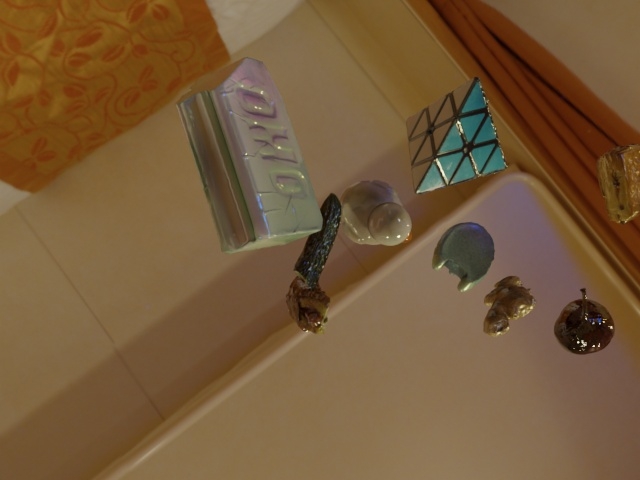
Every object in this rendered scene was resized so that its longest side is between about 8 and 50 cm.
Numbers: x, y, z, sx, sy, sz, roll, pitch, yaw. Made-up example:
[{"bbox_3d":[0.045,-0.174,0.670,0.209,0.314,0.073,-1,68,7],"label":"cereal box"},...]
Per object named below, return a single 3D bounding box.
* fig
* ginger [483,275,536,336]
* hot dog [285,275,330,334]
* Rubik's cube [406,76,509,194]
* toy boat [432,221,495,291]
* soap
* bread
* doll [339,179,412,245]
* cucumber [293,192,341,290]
[{"bbox_3d":[0.921,0.297,1.851,0.203,0.186,0.249,-43,155,4],"label":"fig"},{"bbox_3d":[0.542,0.170,1.534,0.148,0.081,0.334,-35,-174,25],"label":"ginger"},{"bbox_3d":[-0.041,0.178,1.469,0.103,0.146,0.213,4,-169,-17],"label":"hot dog"},{"bbox_3d":[0.345,-0.263,1.395,0.233,0.229,0.228,-17,179,21],"label":"Rubik's cube"},{"bbox_3d":[0.529,0.062,1.998,0.330,0.215,0.123,-49,174,-42],"label":"toy boat"},{"bbox_3d":[-0.129,-0.159,0.976,0.115,0.347,0.208,-22,174,29],"label":"soap"},{"bbox_3d":[0.962,-0.183,1.691,0.210,0.235,0.099,-20,-171,-38],"label":"bread"},{"bbox_3d":[0.175,-0.074,1.643,0.221,0.251,0.221,-51,-169,14],"label":"doll"},{"bbox_3d":[0.001,0.001,1.417,0.077,0.077,0.265,121,-7,-78],"label":"cucumber"}]
